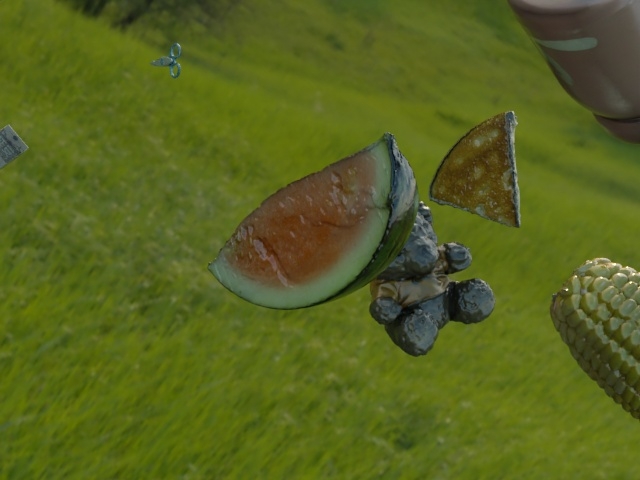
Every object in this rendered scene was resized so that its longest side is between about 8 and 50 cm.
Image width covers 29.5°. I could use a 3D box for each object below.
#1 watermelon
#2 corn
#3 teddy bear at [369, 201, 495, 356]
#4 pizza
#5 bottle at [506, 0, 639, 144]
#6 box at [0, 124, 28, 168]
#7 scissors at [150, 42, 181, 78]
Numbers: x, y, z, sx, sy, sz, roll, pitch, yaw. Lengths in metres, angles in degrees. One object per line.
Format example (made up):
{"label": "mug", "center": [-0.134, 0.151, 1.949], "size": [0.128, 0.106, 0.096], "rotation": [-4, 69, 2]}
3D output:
{"label": "watermelon", "center": [0.002, -0.003, 1.121], "size": [0.119, 0.245, 0.063], "rotation": [56, 34, 2]}
{"label": "corn", "center": [0.267, 0.123, 0.808], "size": [0.291, 0.101, 0.101], "rotation": [46, 31, 23]}
{"label": "teddy bear", "center": [0.123, 0.047, 1.636], "size": [0.177, 0.140, 0.190], "rotation": [-30, 111, -29]}
{"label": "pizza", "center": [0.252, -0.091, 1.764], "size": [0.036, 0.184, 0.176], "rotation": [7, 33, -49]}
{"label": "bottle", "center": [0.348, -0.225, 1.420], "size": [0.297, 0.173, 0.206], "rotation": [46, 23, -45]}
{"label": "box", "center": [-0.537, -0.150, 2.033], "size": [0.053, 0.024, 0.083], "rotation": [50, 52, -8]}
{"label": "scissors", "center": [-0.260, -0.300, 2.044], "size": [0.014, 0.058, 0.119], "rotation": [-1, 5, -30]}
